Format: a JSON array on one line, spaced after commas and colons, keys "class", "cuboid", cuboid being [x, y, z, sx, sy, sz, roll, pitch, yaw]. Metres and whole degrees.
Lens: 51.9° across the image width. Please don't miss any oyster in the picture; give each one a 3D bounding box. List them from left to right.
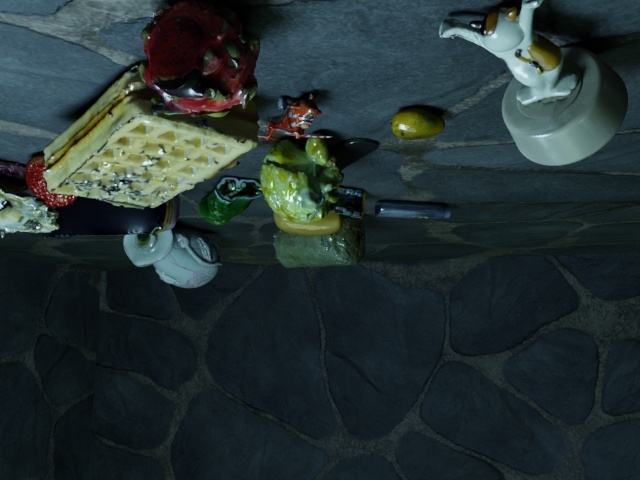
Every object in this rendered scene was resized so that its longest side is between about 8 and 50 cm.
[{"class": "oyster", "cuboid": [-0.818, -0.112, 1.624, 0.201, 0.107, 0.355, -27, 136, 29]}]

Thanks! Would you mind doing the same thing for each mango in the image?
[{"class": "mango", "cuboid": [0.188, -0.222, 1.256, 0.114, 0.057, 0.079, -4, 170, -26]}]

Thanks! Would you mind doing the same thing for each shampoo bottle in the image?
[{"class": "shampoo bottle", "cuboid": [0.290, -0.094, 2.060, 0.234, 0.049, 0.087, 2, 173, -12]}]

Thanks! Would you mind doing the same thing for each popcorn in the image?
[{"class": "popcorn", "cuboid": [-0.035, -0.140, 1.429, 0.198, 0.197, 0.212, 11, 132, -48]}]

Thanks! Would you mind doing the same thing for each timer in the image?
[{"class": "timer", "cuboid": [0.298, -0.241, 0.921, 0.175, 0.175, 0.266, -7, 152, 42]}]

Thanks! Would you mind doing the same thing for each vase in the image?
[{"class": "vase", "cuboid": [-0.549, 0.046, 2.480, 0.250, 0.249, 0.445, -2, 166, 15]}]

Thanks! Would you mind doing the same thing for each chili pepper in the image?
[{"class": "chili pepper", "cuboid": [-0.272, -0.110, 1.872, 0.136, 0.099, 0.270, -23, 177, -29]}]

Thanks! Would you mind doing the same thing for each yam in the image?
[{"class": "yam", "cuboid": [0.000, 0.000, 2.252, 0.300, 0.195, 0.195, -5, 169, 37]}]

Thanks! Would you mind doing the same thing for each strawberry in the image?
[{"class": "strawberry", "cuboid": [-0.645, -0.156, 1.592, 0.131, 0.148, 0.131, 12, -150, -7]}]

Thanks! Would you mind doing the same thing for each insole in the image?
[{"class": "insole", "cuboid": [0.013, -0.179, 1.571, 0.119, 0.009, 0.348, 4, 165, -33]}]

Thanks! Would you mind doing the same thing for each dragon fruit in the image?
[{"class": "dragon fruit", "cuboid": [-0.160, -0.234, 0.891, 0.166, 0.160, 0.172, -44, 164, 9]}]

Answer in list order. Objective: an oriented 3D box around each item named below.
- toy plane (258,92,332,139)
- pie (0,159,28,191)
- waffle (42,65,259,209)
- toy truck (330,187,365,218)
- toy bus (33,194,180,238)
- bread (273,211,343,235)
[{"class": "toy plane", "cuboid": [-0.050, -0.221, 1.228, 0.126, 0.077, 0.194, 6, 178, -9]}, {"class": "pie", "cuboid": [-0.825, -0.165, 1.688, 0.183, 0.049, 0.182, -2, 165, 0]}, {"class": "waffle", "cuboid": [-0.325, -0.172, 1.218, 0.261, 0.113, 0.376, 6, 160, -45]}, {"class": "toy truck", "cuboid": [0.033, -0.113, 1.882, 0.178, 0.080, 0.115, 7, 179, -44]}, {"class": "toy bus", "cuboid": [-0.552, -0.099, 1.759, 0.387, 0.171, 0.162, -1, -172, 17]}, {"class": "bread", "cuboid": [-0.038, -0.064, 2.036, 0.218, 0.098, 0.147, 2, -168, -3]}]
